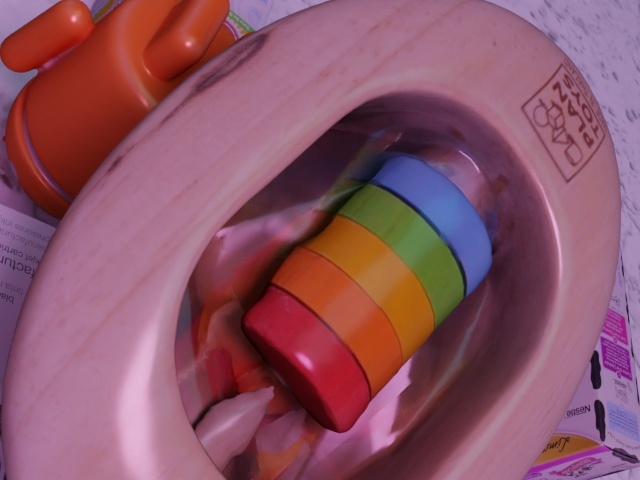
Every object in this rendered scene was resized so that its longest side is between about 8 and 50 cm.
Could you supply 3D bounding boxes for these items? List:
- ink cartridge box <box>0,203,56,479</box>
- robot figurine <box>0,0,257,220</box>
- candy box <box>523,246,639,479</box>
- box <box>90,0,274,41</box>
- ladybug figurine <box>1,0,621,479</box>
[{"bbox_3d":[-0.181,0.120,0.699,0.172,0.100,0.237,27,51,-35],"label":"ink cartridge box"},{"bbox_3d":[-0.129,-0.084,0.775,0.158,0.219,0.128,8,63,-47],"label":"robot figurine"},{"bbox_3d":[0.217,0.116,1.086,0.071,0.159,0.233,25,52,-35],"label":"candy box"},{"bbox_3d":[-0.114,-0.204,0.950,0.114,0.103,0.203,39,45,-26],"label":"box"},{"bbox_3d":[0.004,0.031,0.667,0.449,0.162,0.305,-41,104,-27],"label":"ladybug figurine"}]
